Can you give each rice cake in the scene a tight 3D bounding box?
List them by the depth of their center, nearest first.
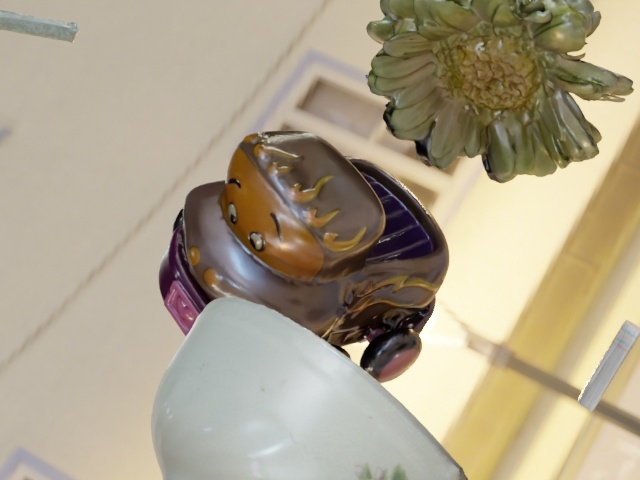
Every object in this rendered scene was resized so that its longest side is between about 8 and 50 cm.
[{"bbox_3d":[-0.348,-0.261,1.906,0.121,0.021,0.022,5,-52,-40],"label":"rice cake"}]

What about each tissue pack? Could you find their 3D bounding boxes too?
[{"bbox_3d":[0.327,0.141,1.776,0.108,0.023,0.056,-60,-9,9],"label":"tissue pack"}]

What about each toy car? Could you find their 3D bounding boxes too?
[{"bbox_3d":[0.000,0.000,1.699,0.341,0.271,0.240,-12,-37,-42],"label":"toy car"}]

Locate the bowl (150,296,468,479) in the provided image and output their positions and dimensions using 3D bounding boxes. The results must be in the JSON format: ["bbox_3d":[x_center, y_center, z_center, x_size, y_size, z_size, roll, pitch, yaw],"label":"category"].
[{"bbox_3d":[-0.028,0.185,1.216,0.145,0.277,0.277,-46,-26,-20],"label":"bowl"}]

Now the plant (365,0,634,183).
[{"bbox_3d":[0.172,-0.211,1.759,0.261,0.297,0.306,-23,-34,-6],"label":"plant"}]
